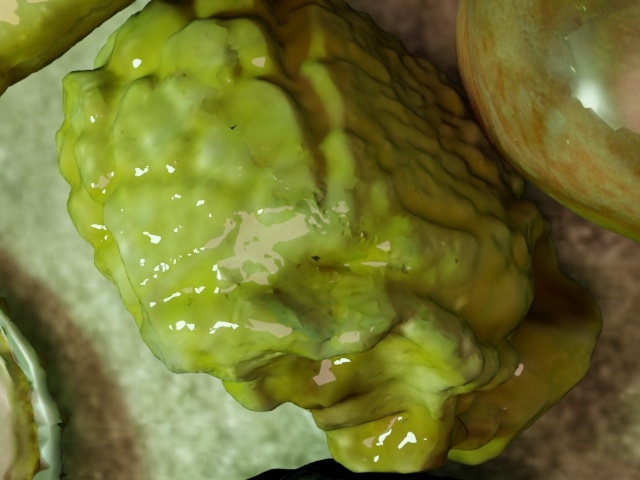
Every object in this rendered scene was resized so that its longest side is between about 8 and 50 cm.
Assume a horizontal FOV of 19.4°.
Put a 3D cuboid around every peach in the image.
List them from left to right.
[{"bbox_3d":[0.182,-0.077,0.837,0.235,0.214,0.214,45,109,-9],"label":"peach"}]

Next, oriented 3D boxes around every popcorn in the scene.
[{"bbox_3d":[0.000,0.000,0.885,0.174,0.225,0.286,-42,92,22],"label":"popcorn"}]

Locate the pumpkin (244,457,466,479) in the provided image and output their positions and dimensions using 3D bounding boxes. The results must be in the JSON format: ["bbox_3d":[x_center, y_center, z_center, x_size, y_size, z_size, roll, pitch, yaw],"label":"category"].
[{"bbox_3d":[0.009,0.263,0.923,0.296,0.296,0.296,3,105,11],"label":"pumpkin"}]

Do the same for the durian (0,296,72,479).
[{"bbox_3d":[-0.248,0.097,1.009,0.305,0.185,0.195,37,90,-4],"label":"durian"}]

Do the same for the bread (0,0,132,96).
[{"bbox_3d":[-0.039,-0.217,0.782,0.323,0.333,0.143,-35,98,17],"label":"bread"}]
